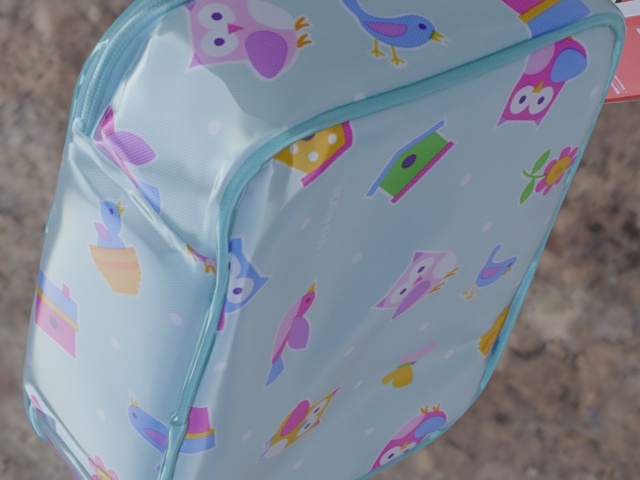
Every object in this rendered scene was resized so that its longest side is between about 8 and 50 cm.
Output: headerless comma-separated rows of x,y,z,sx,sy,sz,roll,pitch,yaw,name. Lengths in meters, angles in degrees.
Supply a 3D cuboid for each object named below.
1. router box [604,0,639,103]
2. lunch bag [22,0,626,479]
0.239,-0.253,1.395,0.301,0.335,0.082,-2,139,50,router box
0.000,0.000,0.727,0.108,0.224,0.279,47,143,25,lunch bag
